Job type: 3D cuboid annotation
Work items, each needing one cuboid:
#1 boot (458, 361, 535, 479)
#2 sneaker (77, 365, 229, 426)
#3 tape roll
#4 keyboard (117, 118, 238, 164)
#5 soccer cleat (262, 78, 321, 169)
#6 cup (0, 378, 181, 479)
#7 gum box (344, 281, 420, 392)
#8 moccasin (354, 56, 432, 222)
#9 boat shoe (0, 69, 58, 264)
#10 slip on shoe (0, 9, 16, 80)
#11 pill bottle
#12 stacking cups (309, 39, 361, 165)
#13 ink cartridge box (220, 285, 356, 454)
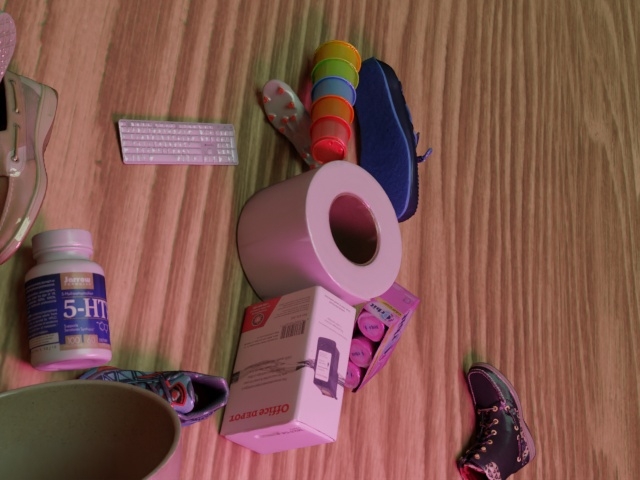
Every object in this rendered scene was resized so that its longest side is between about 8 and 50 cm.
[{"bbox_3d":[0.329,0.377,2.345,0.179,0.085,0.236,-35,103,-46],"label":"boot"},{"bbox_3d":[-0.242,0.222,1.729,0.262,0.125,0.104,1,75,-48],"label":"sneaker"},{"bbox_3d":[0.000,0.000,2.054,0.246,0.169,0.246,20,62,-43],"label":"tape roll"},{"bbox_3d":[-0.232,-0.161,1.974,0.256,0.014,0.072,-4,78,-49],"label":"keyboard"},{"bbox_3d":[-0.042,-0.214,2.178,0.196,0.068,0.076,55,24,-17],"label":"soccer cleat"},{"bbox_3d":[-0.327,0.353,1.479,0.331,0.331,0.236,-31,125,-49],"label":"cup"},{"bbox_3d":[0.093,0.174,2.093,0.062,0.188,0.107,36,41,15],"label":"gum box"},{"bbox_3d":[0.153,-0.198,2.330,0.117,0.138,0.341,13,67,-50],"label":"moccasin"},{"bbox_3d":[-0.441,-0.107,1.652,0.098,0.109,0.302,27,51,-33],"label":"boat shoe"},{"bbox_3d":[-0.523,-0.180,1.597,0.123,0.101,0.331,78,30,-62],"label":"slip on shoe"},{"bbox_3d":[-0.356,0.083,1.666,0.112,0.112,0.186,6,71,-47],"label":"pill bottle"},{"bbox_3d":[0.017,-0.244,2.164,0.096,0.096,0.316,45,31,-28],"label":"stacking cups"},{"bbox_3d":[-0.051,0.212,1.912,0.100,0.172,0.237,34,52,-36],"label":"ink cartridge box"}]
